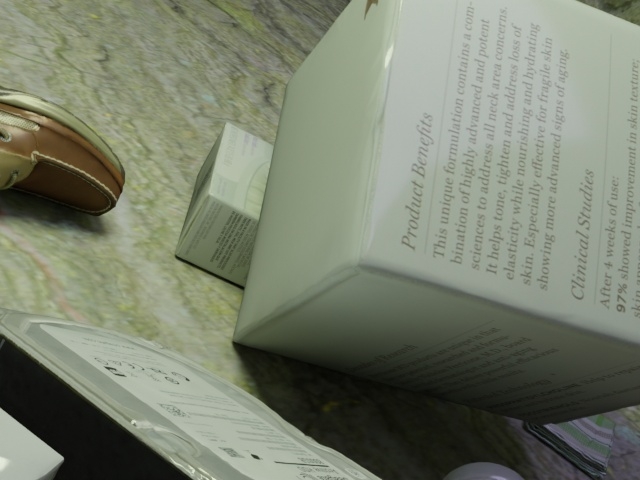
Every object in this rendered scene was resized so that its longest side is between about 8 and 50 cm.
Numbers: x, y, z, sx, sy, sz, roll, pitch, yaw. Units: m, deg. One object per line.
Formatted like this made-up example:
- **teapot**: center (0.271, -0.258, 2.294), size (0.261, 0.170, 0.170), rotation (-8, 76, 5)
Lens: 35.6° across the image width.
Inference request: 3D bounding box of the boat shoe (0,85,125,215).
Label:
- **boat shoe**: center (-0.355, -0.095, 0.997), size (0.324, 0.122, 0.120), rotation (28, 54, -30)

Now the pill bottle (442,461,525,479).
- **pill bottle**: center (0.131, 0.276, 0.801), size (0.121, 0.121, 0.216), rotation (30, 23, -3)

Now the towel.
- **towel**: center (0.318, 0.231, 1.250), size (0.113, 0.023, 0.152), rotation (36, 23, 11)

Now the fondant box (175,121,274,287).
- **fondant box**: center (0.000, 0.000, 1.238), size (0.330, 0.096, 0.238), rotation (27, 23, -13)

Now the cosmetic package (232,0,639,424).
- **cosmetic package**: center (0.169, -0.030, 1.006), size (0.394, 0.327, 0.329), rotation (17, 68, -17)

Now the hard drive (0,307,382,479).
- **hard drive**: center (-0.083, 0.149, 0.690), size (0.339, 0.064, 0.237), rotation (28, 2, 34)

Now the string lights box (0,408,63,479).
- **string lights box**: center (-0.214, 0.181, 0.391), size (0.077, 0.259, 0.133), rotation (36, 24, 11)
